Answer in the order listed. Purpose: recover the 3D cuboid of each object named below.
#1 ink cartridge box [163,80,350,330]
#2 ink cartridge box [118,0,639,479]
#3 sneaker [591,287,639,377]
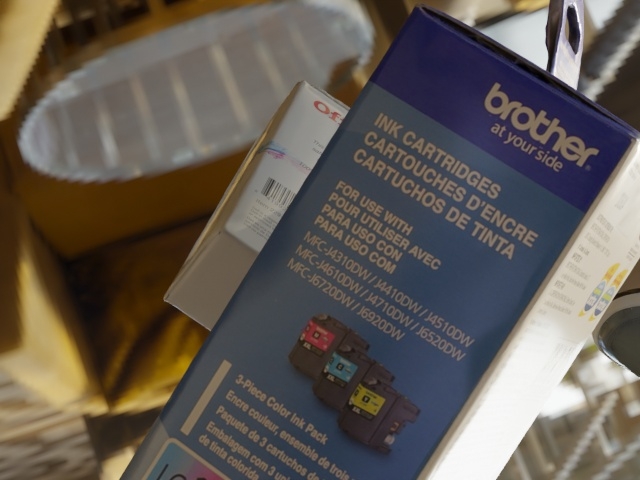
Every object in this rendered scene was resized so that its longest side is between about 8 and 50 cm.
[{"bbox_3d":[0.000,0.000,1.263,0.093,0.154,0.212,-50,-170,39],"label":"ink cartridge box"},{"bbox_3d":[0.070,0.034,0.998,0.395,0.151,0.270,-56,165,4],"label":"ink cartridge box"},{"bbox_3d":[0.402,0.162,1.653,0.295,0.178,0.124,19,122,-10],"label":"sneaker"}]
